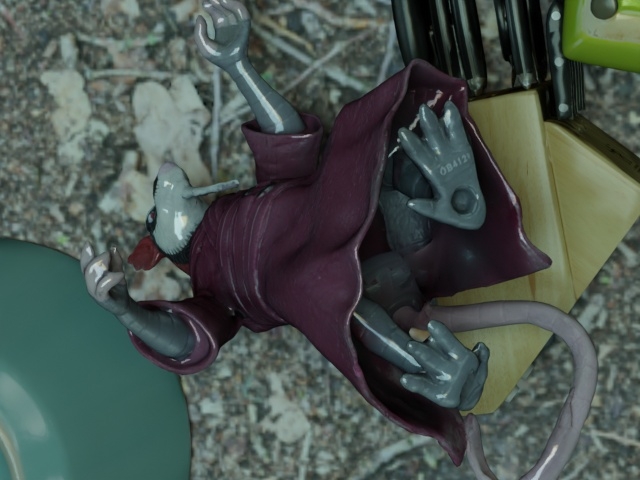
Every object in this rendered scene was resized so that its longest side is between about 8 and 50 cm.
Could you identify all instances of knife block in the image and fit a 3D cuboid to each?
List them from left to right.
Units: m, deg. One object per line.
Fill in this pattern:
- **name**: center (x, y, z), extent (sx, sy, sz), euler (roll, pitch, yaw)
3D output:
- **knife block**: center (0.101, -0.054, 1.311), extent (0.242, 0.088, 0.275), euler (36, 107, 8)

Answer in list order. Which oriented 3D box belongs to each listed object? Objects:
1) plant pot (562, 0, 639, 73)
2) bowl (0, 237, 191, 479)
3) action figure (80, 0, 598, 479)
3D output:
- **plant pot**: center (0.267, -0.200, 1.155), extent (0.228, 0.207, 0.227), euler (11, 107, 21)
- **bowl**: center (-0.268, 0.164, 1.410), extent (0.311, 0.163, 0.311), euler (3, 101, 15)
- **action figure**: center (0.000, 0.000, 1.271), extent (0.276, 0.370, 0.248), euler (38, 70, -25)
